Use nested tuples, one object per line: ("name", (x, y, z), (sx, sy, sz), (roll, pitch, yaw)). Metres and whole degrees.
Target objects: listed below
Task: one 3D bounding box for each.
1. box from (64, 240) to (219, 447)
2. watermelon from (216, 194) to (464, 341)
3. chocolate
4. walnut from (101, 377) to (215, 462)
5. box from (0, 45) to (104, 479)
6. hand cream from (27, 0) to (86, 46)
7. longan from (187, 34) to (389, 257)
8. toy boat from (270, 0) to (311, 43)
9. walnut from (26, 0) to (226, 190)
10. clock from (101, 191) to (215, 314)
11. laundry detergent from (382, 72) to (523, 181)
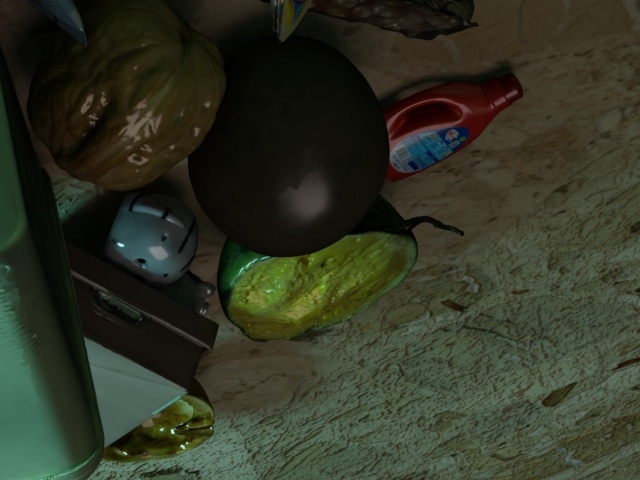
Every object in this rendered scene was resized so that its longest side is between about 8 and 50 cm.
("box", (-0.247, 0.108, 1.896), (0.215, 0.086, 0.215), (30, 145, -19))
("watermelon", (-0.007, 0.004, 1.917), (0.232, 0.127, 0.204), (-39, 146, 29))
("chocolate", (-0.008, -0.235, 1.618), (0.329, 0.065, 0.102), (11, 171, -36))
("walnut", (-0.222, 0.184, 2.130), (0.211, 0.087, 0.167), (5, 146, -31))
("box", (-0.312, -0.007, 1.572), (0.177, 0.352, 0.344), (-12, 145, -6))
("hand cream", (-0.257, -0.258, 1.474), (0.058, 0.091, 0.271), (-46, 146, -14))
("longan", (-0.028, -0.085, 1.727), (0.198, 0.198, 0.212), (8, 119, -33))
("toy boat", (-0.009, -0.261, 1.504), (0.084, 0.066, 0.210), (-1, 108, -49))
("walnut", (-0.175, -0.125, 1.631), (0.155, 0.155, 0.184), (17, 133, -41))
("clock", (-0.160, 0.025, 1.893), (0.117, 0.080, 0.176), (18, 141, -2))
("laundry detergent", (0.123, -0.124, 1.863), (0.165, 0.049, 0.097), (-28, 142, 13))
